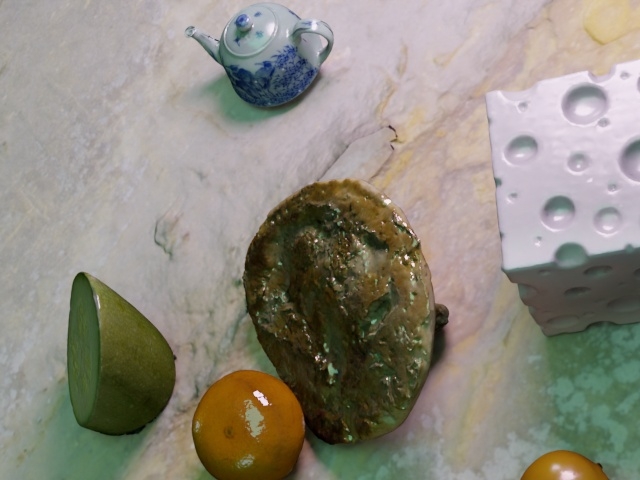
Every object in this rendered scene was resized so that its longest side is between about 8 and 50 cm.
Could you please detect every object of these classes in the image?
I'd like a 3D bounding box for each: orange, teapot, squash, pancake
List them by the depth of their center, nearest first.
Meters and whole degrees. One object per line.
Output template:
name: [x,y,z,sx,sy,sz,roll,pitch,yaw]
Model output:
pancake: [0.026,0.089,1.493,0.356,0.065,0.356,5,96,51]
orange: [-0.092,0.250,1.525,0.156,0.124,0.156,-3,84,26]
squash: [-0.322,0.155,1.586,0.189,0.260,0.189,-7,67,17]
teapot: [-0.085,-0.298,1.753,0.232,0.159,0.159,0,68,24]

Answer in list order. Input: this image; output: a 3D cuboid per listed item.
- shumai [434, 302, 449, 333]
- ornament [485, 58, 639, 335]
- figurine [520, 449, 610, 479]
shumai: [0.105,0.121,1.520,0.124,0.099,0.087,1,84,32]
ornament: [0.349,-0.048,1.395,0.240,0.240,0.239,-12,64,18]
figurine: [0.235,0.352,1.301,0.228,0.215,0.215,-16,61,-1]
